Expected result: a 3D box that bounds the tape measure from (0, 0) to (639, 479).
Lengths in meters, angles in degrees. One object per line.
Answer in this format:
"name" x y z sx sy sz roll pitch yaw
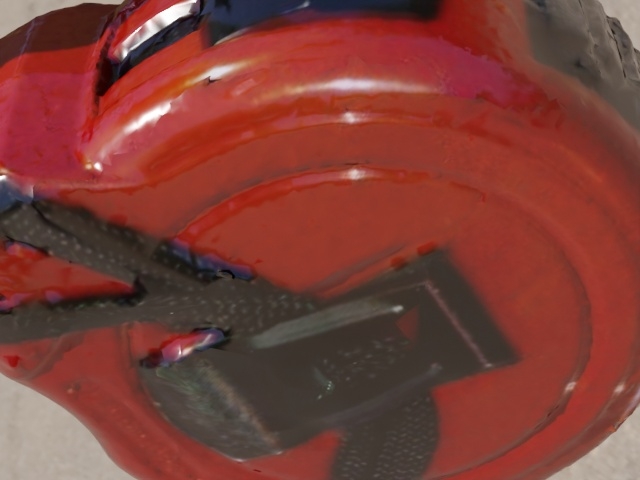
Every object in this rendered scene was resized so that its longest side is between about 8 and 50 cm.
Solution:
"tape measure" 0.000 0.001 0.492 0.260 0.253 0.114 -25 38 22
